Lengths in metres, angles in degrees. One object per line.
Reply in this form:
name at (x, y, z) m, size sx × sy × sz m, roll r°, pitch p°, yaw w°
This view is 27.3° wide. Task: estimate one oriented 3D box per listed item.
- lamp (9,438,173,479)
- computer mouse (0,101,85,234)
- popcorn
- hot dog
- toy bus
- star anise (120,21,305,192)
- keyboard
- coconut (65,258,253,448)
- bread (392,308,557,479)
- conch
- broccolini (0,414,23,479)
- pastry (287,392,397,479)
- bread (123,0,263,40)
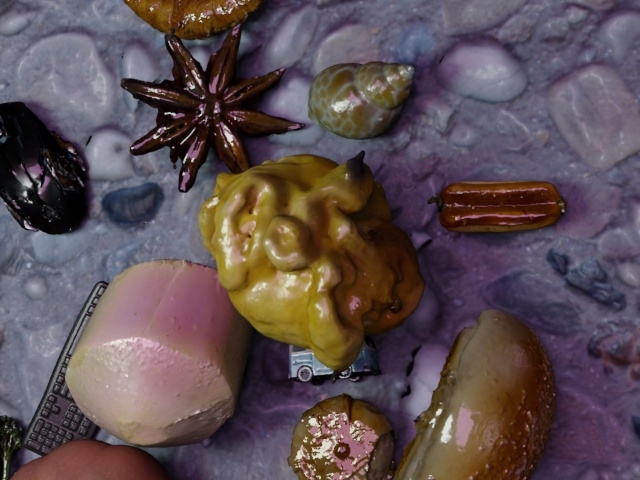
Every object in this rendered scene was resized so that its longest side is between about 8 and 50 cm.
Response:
lamp at (-0.320, 0.422, 1.793) m, size 0.305 × 0.239 × 0.305 m, roll -2°, pitch 82°, yaw 16°
computer mouse at (-0.444, -0.111, 1.997) m, size 0.146 × 0.077 × 0.242 m, roll -39°, pitch 73°, yaw 5°
popcorn at (0.000, 0.000, 1.737) m, size 0.316 × 0.297 × 0.281 m, roll 36°, pitch 126°, yaw 15°
hot dog at (0.242, -0.045, 1.799) m, size 0.188 × 0.055 × 0.072 m, roll 0°, pitch 79°, yaw 16°
toy bus at (0.019, 0.160, 1.831) m, size 0.122 × 0.060 × 0.075 m, roll -7°, pitch 76°, yaw 17°
star anise at (-0.160, -0.184, 1.921) m, size 0.271 × 0.102 × 0.272 m, roll 1°, pitch 86°, yaw -10°
keyboard at (-0.319, 0.151, 1.937) m, size 0.103 × 0.041 × 0.381 m, roll 25°, pitch 86°, yaw 0°
coconut at (-0.218, 0.170, 1.792) m, size 0.233 × 0.233 × 0.245 m, roll 1°, pitch 46°, yaw 16°
bread at (0.206, 0.244, 1.689) m, size 0.171 × 0.192 × 0.314 m, roll 24°, pitch 86°, yaw 6°
conch at (0.050, -0.201, 1.857) m, size 0.173 × 0.106 × 0.116 m, roll 25°, pitch 70°, yaw 32°
broccolini at (-0.450, 0.449, 1.931) m, size 0.074 × 0.079 × 0.392 m, roll -11°, pitch 86°, yaw 8°
pastry at (0.030, 0.285, 1.797) m, size 0.153 × 0.081 × 0.153 m, roll -3°, pitch 83°, yaw 24°
bread at (-0.180, -0.347, 1.956) m, size 0.233 × 0.076 × 0.105 m, roll 2°, pitch 70°, yaw 23°
